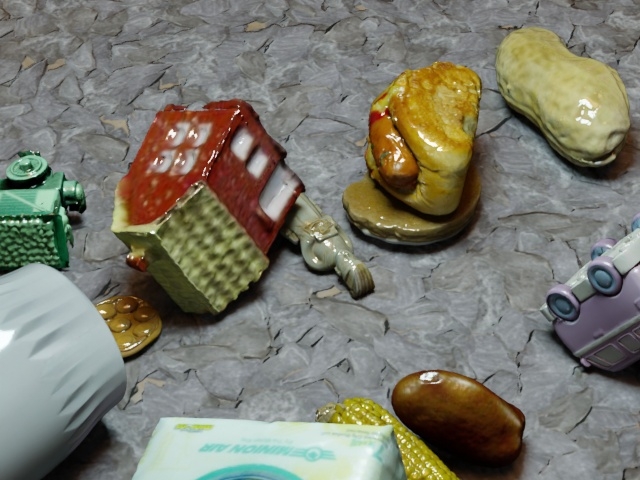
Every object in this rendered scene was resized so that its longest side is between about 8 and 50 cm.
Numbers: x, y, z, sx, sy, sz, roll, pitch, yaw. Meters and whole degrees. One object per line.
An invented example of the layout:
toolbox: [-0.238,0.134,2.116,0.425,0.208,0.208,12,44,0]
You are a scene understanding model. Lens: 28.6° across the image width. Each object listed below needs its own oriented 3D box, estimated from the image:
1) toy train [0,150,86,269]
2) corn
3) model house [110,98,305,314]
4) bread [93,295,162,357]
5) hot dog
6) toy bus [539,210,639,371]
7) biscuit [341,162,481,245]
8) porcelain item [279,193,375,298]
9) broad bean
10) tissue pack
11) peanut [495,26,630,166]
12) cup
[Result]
toy train: [-0.471,-0.041,1.773,0.269,0.115,0.154,-1,37,-1]
corn: [0.089,0.266,1.434,0.097,0.097,0.262,-32,52,-28]
model house: [-0.163,-0.033,1.669,0.160,0.196,0.254,6,55,35]
bread: [-0.264,0.114,1.662,0.110,0.024,0.110,-1,44,1]
hot dog: [0.141,-0.154,1.787,0.153,0.150,0.256,13,41,2]
toy bus: [0.386,0.068,1.567,0.142,0.202,0.142,48,57,3]
biscuit: [0.139,-0.062,1.816,0.181,0.049,0.208,20,43,23]
porcelain item: [0.000,0.000,1.754,0.084,0.054,0.213,-27,49,-22]
broad bean: [0.162,0.205,1.473,0.165,0.114,0.084,35,34,-19]
tissue pack: [-0.090,0.367,1.254,0.287,0.162,0.388,-1,43,22]
peanut: [0.367,-0.230,1.928,0.149,0.149,0.313,-20,40,-18]
cup: [-0.424,0.199,1.417,0.253,0.253,0.371,31,49,30]
